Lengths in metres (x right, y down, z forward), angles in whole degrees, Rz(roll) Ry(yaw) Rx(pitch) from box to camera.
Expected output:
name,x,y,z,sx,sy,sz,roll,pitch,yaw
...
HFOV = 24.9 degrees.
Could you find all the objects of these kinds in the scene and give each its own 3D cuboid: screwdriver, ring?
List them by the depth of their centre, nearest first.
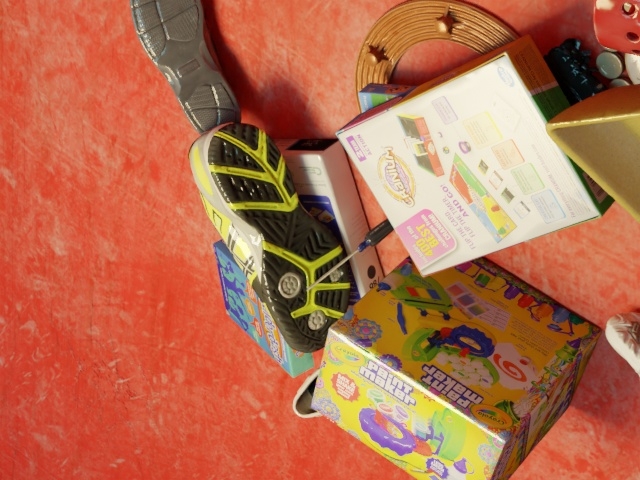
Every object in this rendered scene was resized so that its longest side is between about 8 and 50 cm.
name,x,y,z,sx,sy,sz,roll,pitch,yaw
ring,0.181,-0.172,1.994,0.337,0.032,0.336,23,133,27
screwdriver,0.047,0.025,2.166,0.025,0.170,0.024,44,168,15

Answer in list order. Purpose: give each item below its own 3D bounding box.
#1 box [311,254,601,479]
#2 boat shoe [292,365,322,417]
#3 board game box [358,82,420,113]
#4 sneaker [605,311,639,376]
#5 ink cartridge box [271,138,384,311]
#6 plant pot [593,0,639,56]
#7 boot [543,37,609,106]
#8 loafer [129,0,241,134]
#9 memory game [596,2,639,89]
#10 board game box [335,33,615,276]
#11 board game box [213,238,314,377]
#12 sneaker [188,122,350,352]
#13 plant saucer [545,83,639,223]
name,x,y,z,sx,sy,sz,roll,pitch,yaw
box,0.191,0.182,2.060,0.290,0.279,0.177,33,136,20
boat shoe,0.042,0.225,2.370,0.096,0.088,0.267,55,139,-5
board game box,0.161,-0.133,1.989,0.212,0.039,0.160,8,123,37
sneaker,0.471,0.197,1.970,0.232,0.090,0.115,41,142,11
ink cartridge box,0.000,0.000,2.260,0.165,0.065,0.332,4,121,40
plant pot,0.411,-0.283,1.587,0.174,0.191,0.191,22,132,25
boot,0.315,-0.194,1.848,0.099,0.045,0.121,53,147,6
loafer,-0.210,-0.296,2.202,0.095,0.109,0.302,-112,-1,-73
memory game,0.420,-0.215,1.764,0.186,0.012,0.186,23,132,28
board game box,0.199,-0.103,1.899,0.316,0.064,0.242,-21,105,45
board game box,-0.094,0.105,2.373,0.210,0.047,0.160,39,147,43
sneaker,-0.076,-0.008,2.196,0.147,0.145,0.384,11,127,62
plant saucer,0.481,-0.097,1.659,0.333,0.081,0.333,-4,151,43
